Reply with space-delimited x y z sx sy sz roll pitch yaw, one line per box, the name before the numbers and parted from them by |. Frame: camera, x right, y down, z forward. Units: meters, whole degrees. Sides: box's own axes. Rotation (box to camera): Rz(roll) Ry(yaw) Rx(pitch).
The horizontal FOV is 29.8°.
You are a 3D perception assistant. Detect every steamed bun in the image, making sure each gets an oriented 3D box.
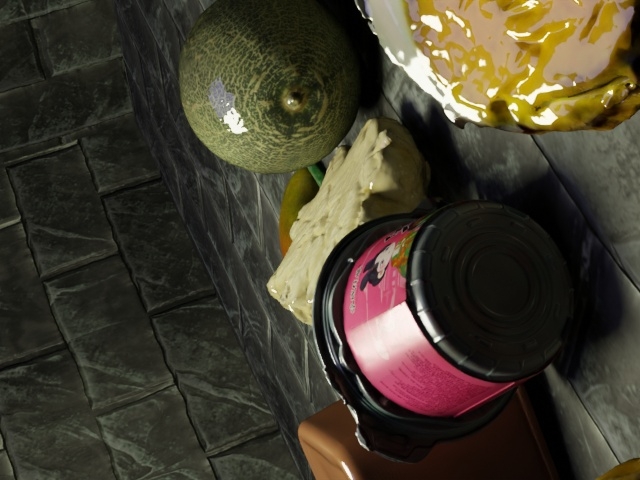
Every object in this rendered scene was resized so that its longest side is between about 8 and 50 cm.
steamed bun | 0.056 -0.010 1.505 0.295 0.137 0.292 -57 17 27

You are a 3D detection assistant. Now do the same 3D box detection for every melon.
melon | -0.072 -0.219 1.619 0.329 0.248 0.249 -123 18 -68

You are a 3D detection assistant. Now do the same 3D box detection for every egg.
egg | 0.170 -0.220 0.864 0.286 0.174 0.264 6 118 48

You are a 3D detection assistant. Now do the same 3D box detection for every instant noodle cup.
instant noodle cup | 0.142 0.068 1.231 0.181 0.258 0.302 142 137 -61

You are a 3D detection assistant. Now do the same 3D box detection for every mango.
mango | 0.001 0.005 1.895 0.289 0.129 0.146 -113 9 -54

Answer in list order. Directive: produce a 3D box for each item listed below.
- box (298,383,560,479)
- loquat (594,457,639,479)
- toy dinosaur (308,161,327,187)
box | 0.150 0.325 1.462 0.339 0.229 0.239 66 165 -10
loquat | 0.304 0.264 1.012 0.149 0.204 0.172 65 -146 -29
toy dinosaur | 0.069 -0.024 1.661 0.447 0.087 0.301 16 126 68
